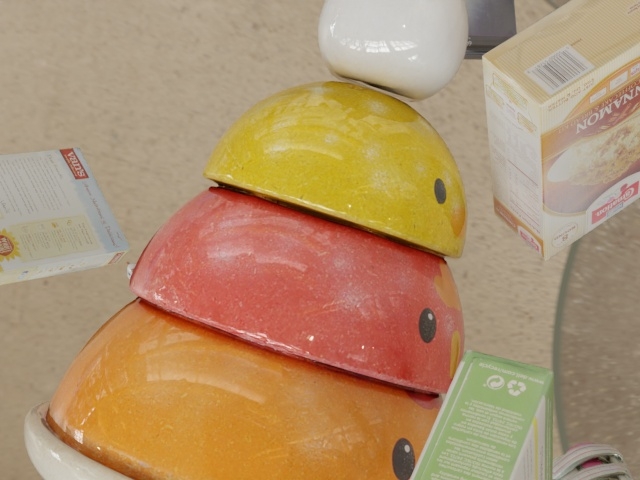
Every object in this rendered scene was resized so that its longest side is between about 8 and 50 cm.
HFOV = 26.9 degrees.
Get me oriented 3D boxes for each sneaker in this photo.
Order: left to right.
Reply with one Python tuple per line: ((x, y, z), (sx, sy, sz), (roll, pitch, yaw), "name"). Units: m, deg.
((0.290, 0.271, 1.432), (0.103, 0.252, 0.111), (-7, 76, -6), "sneaker")

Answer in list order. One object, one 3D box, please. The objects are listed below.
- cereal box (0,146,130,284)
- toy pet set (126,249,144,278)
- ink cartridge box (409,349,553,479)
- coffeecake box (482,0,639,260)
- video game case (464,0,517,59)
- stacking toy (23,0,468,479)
((-0.385, -0.033, 1.749), (0.047, 0.240, 0.173), (-44, 67, 39), "cereal box")
((-0.175, 0.040, 1.494), (0.114, 0.065, 0.122), (-57, 46, 11), "toy pet set")
((0.060, 0.198, 0.695), (0.056, 0.171, 0.235), (14, 50, 21), "ink cartridge box")
((0.201, -0.093, 1.007), (0.142, 0.185, 0.068), (-33, 55, -14), "coffeecake box")
((0.108, -0.329, 1.435), (0.196, 0.026, 0.274), (-1, 79, -13), "video game case")
((0.000, 0.000, 1.027), (0.351, 0.351, 0.479), (18, 92, 26), "stacking toy")
